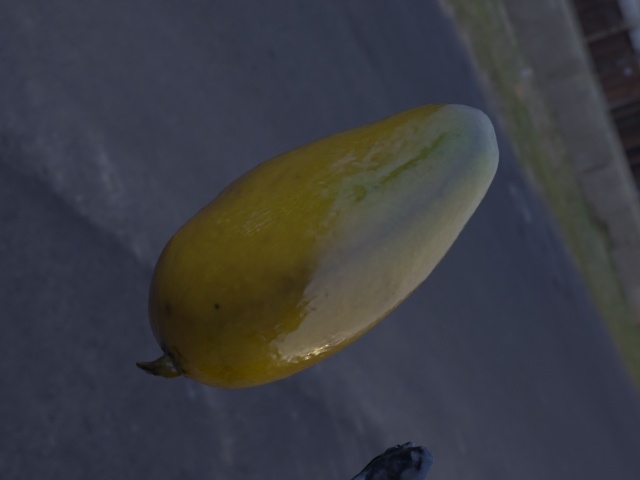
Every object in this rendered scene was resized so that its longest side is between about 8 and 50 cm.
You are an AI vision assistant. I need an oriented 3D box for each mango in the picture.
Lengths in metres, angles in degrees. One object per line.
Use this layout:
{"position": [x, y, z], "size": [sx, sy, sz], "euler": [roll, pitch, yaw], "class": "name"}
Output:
{"position": [0.000, 0.000, 1.238], "size": [0.119, 0.316, 0.176], "euler": [62, -12, -28], "class": "mango"}

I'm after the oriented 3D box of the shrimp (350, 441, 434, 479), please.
{"position": [0.069, 0.182, 0.748], "size": [0.051, 0.262, 0.198], "euler": [-147, -119, -65], "class": "shrimp"}
